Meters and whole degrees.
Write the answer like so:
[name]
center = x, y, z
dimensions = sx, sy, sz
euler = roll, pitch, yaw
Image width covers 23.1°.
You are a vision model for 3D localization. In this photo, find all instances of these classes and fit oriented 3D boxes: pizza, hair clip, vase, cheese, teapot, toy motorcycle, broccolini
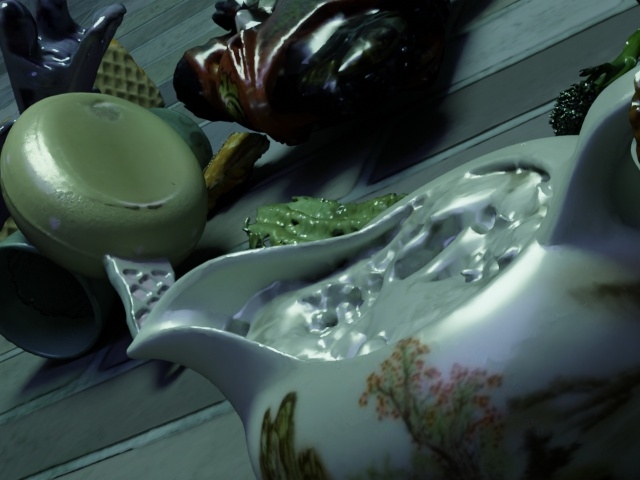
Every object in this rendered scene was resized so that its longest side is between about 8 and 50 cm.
[pizza]
center = -0.060, -0.052, 1.152
dimensions = 0.078, 0.025, 0.083
euler = -22, 31, 46
[hair clip]
center = -0.203, -0.093, 1.189
dimensions = 0.137, 0.090, 0.278
euler = -49, -13, -42
[vase]
center = -0.153, -0.015, 1.134
dimensions = 0.096, 0.096, 0.219
euler = -22, 21, 34
[cheese]
center = -0.128, -0.009, 1.011
dimensions = 0.227, 0.137, 0.064
euler = 63, 143, 41
[teapot]
center = 0.066, 0.028, 0.599
dimensions = 0.298, 0.139, 0.204
euler = -26, 20, 28
[toy motorcycle]
center = 0.013, -0.179, 1.165
dimensions = 0.207, 0.134, 0.401
euler = -19, 27, 27
[broccolini]
center = 0.166, -0.103, 0.877
dimensions = 0.030, 0.035, 0.140
euler = -10, 31, 45

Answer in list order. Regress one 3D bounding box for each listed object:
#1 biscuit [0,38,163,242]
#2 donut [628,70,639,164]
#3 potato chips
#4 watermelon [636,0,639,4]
[biscuit]
center = -0.261, -0.055, 1.395
dimensions = 0.054, 0.094, 0.378
euler = -20, 25, 39
[donut]
center = 0.198, 0.012, 0.407
dimensions = 0.112, 0.151, 0.295
euler = -45, 35, 7
[potato chips]
center = 0.000, -0.001, 0.932
dimensions = 0.092, 0.028, 0.207
euler = -42, 22, -20
[watermelon]
center = 0.229, -0.178, 0.648
dimensions = 0.242, 0.242, 0.242
euler = -32, 20, 13
